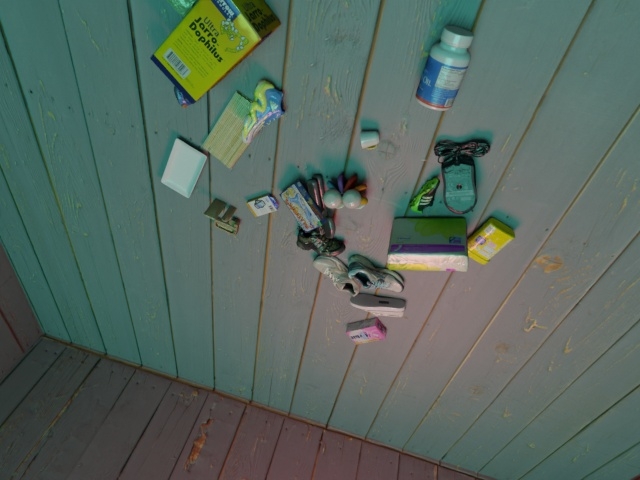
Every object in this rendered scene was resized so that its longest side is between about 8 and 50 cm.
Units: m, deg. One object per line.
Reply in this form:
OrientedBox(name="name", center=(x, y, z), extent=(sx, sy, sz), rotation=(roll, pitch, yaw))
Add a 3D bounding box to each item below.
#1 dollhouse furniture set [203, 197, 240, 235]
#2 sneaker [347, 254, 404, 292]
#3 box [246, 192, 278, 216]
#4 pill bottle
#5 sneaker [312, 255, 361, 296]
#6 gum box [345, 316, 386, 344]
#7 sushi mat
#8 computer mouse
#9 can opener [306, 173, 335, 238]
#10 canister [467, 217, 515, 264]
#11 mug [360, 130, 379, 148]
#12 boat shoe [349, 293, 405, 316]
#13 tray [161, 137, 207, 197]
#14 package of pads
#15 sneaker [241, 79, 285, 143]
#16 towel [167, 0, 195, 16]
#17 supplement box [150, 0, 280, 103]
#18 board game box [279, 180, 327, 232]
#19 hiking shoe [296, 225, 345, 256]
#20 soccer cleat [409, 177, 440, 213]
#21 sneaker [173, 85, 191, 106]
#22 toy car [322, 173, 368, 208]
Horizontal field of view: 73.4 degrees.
OrientedBox(name="dollhouse furniture set", center=(-0.452, -0.075, 1.956), extent=(0.144, 0.123, 0.151), rotation=(25, 132, -3))
OrientedBox(name="sneaker", center=(0.244, 0.183, 1.948), extent=(0.283, 0.122, 0.110), rotation=(25, 132, -3))
OrientedBox(name="box", center=(-0.249, -0.157, 1.887), extent=(0.136, 0.028, 0.081), rotation=(-16, 123, 26))
OrientedBox(name="pill bottle", center=(0.379, -0.523, 1.308), extent=(0.124, 0.124, 0.221), rotation=(17, 131, 4))
OrientedBox(name="sneaker", center=(0.079, 0.164, 1.987), extent=(0.263, 0.121, 0.099), rotation=(26, 131, -5))
OrientedBox(name="gum box", center=(0.242, 0.471, 2.232), extent=(0.189, 0.062, 0.107), rotation=(-20, 121, 31))
OrientedBox(name="sushi mat", center=(-0.341, -0.427, 1.693), extent=(0.151, 0.019, 0.316), rotation=(38, 130, -13))
OrientedBox(name="computer mouse", center=(0.511, -0.230, 1.556), extent=(0.189, 0.072, 0.272), rotation=(1, 117, 20))
OrientedBox(name="can opener", center=(0.010, -0.140, 1.783), extent=(0.093, 0.074, 0.280), rotation=(10, 131, 32))
OrientedBox(name="canister", center=(0.661, 0.002, 1.694), extent=(0.126, 0.073, 0.170), rotation=(29, 130, -7))
OrientedBox(name="mug", center=(0.181, -0.368, 1.557), extent=(0.064, 0.078, 0.062), rotation=(-8, 94, 13))
OrientedBox(name="boat shoe", center=(0.275, 0.323, 2.082), extent=(0.268, 0.096, 0.088), rotation=(3, 125, 5))
OrientedBox(name="tray", center=(-0.591, -0.313, 1.864), extent=(0.145, 0.030, 0.270), rotation=(31, 131, -10))
OrientedBox(name="package of pads", center=(0.418, 0.010, 1.675), extent=(0.297, 0.229, 0.101), rotation=(1, 132, 16))
OrientedBox(name="sneaker", center=(-0.203, -0.449, 1.564), extent=(0.126, 0.091, 0.240), rotation=(20, 119, -7))
OrientedBox(name="towel", center=(-0.475, -0.821, 1.399), extent=(0.110, 0.027, 0.148), rotation=(-32, 114, 35))
OrientedBox(name="supplement box", center=(-0.339, -0.646, 1.389), extent=(0.357, 0.194, 0.195), rotation=(-27, 116, 34))
OrientedBox(name="board game box", center=(-0.074, -0.136, 1.777), extent=(0.201, 0.035, 0.136), rotation=(55, 147, -7))
OrientedBox(name="hiking shoe", center=(0.000, 0.000, 1.897), extent=(0.227, 0.086, 0.114), rotation=(10, 134, 11))
OrientedBox(name="soccer cleat", center=(0.412, -0.171, 1.644), extent=(0.072, 0.060, 0.179), rotation=(21, 139, -13))
OrientedBox(name="sneaker", center=(-0.505, -0.603, 1.570), extent=(0.087, 0.083, 0.221), rotation=(-10, 132, 8))
OrientedBox(name="toy car", center=(0.097, -0.192, 1.683), extent=(0.182, 0.159, 0.136), rotation=(3, 95, 16))
